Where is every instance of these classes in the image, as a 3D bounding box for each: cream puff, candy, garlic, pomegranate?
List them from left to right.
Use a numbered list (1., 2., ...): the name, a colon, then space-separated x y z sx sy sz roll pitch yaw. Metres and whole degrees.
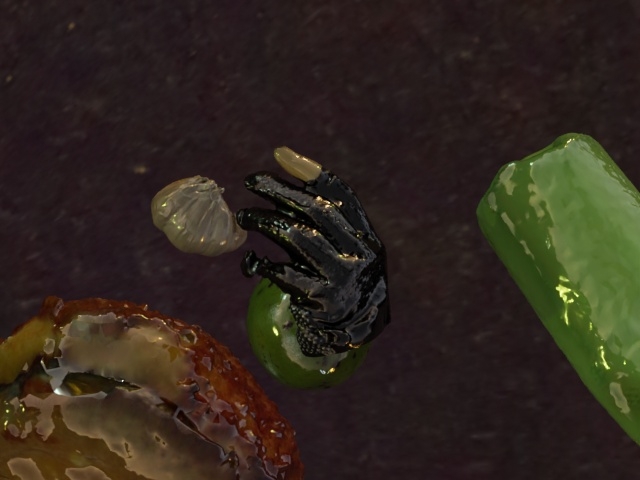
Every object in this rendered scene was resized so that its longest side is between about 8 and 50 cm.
1. cream puff: -0.126 0.141 0.922 0.240 0.240 0.164 43 39 -13
2. garlic: -0.129 -0.021 1.534 0.113 0.094 0.074 16 67 -25
3. pomegranate: 0.002 0.103 1.985 0.202 0.248 0.202 23 51 -31
4. candy: 0.287 0.056 1.346 0.142 0.132 0.343 -15 62 -40

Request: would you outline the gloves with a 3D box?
1. gloves: 0.000 0.001 1.268 0.129 0.106 0.180 -25 104 -32
